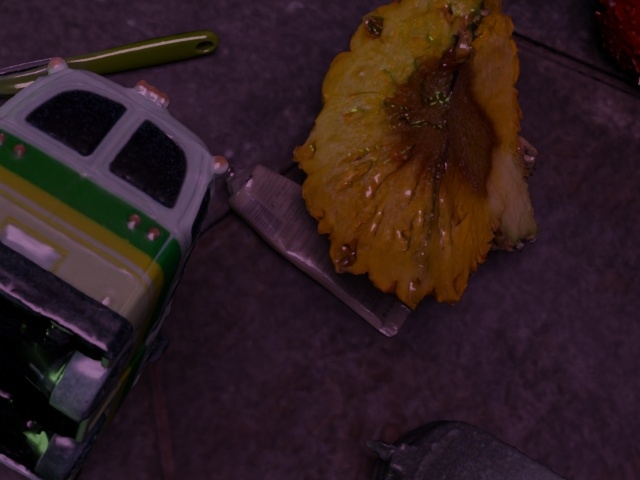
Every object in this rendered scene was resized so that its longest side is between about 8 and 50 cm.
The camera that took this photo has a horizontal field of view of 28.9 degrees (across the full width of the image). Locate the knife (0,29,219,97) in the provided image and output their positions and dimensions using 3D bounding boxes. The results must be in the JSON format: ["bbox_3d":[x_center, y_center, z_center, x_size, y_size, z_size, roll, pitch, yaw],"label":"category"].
[{"bbox_3d":[-0.161,-0.125,0.888,0.184,0.022,0.026,-14,52,-11],"label":"knife"}]

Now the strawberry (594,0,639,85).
[{"bbox_3d":[0.281,-0.195,0.926,0.146,0.082,0.187,-20,99,-22],"label":"strawberry"}]

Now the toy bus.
[{"bbox_3d":[-0.153,0.031,0.719,0.133,0.276,0.165,32,61,0],"label":"toy bus"}]

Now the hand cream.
[{"bbox_3d":[0.000,0.000,0.879,0.165,0.037,0.057,37,72,-6],"label":"hand cream"}]

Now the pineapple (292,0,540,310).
[{"bbox_3d":[0.074,-0.057,0.878,0.139,0.164,0.250,0,75,36],"label":"pineapple"}]

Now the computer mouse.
[{"bbox_3d":[0.125,0.201,0.821,0.229,0.068,0.113,29,53,11],"label":"computer mouse"}]
